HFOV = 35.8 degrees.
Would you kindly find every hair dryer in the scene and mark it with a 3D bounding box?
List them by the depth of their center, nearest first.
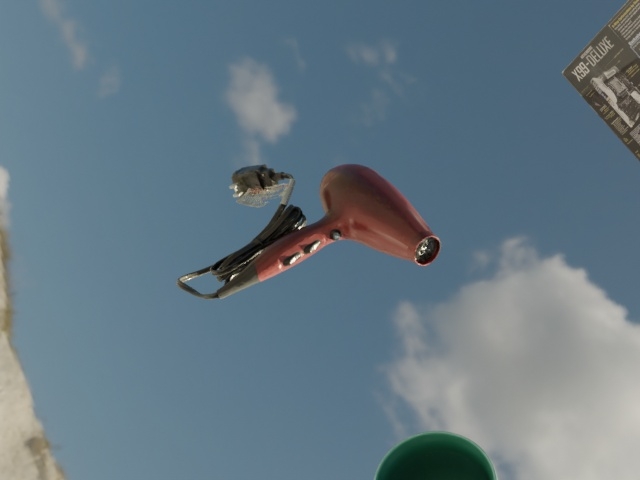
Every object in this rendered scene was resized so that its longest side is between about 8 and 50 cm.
[{"bbox_3d":[0.000,0.000,1.133,0.294,0.223,0.080,-2,-43,25],"label":"hair dryer"}]

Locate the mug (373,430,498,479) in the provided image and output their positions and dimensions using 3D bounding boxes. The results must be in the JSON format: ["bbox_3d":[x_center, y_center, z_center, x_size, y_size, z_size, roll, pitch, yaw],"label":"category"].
[{"bbox_3d":[0.118,0.280,1.067,0.158,0.129,0.097,19,-34,31],"label":"mug"}]

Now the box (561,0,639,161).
[{"bbox_3d":[0.543,-0.267,1.485,0.242,0.076,0.307,51,-38,12],"label":"box"}]
